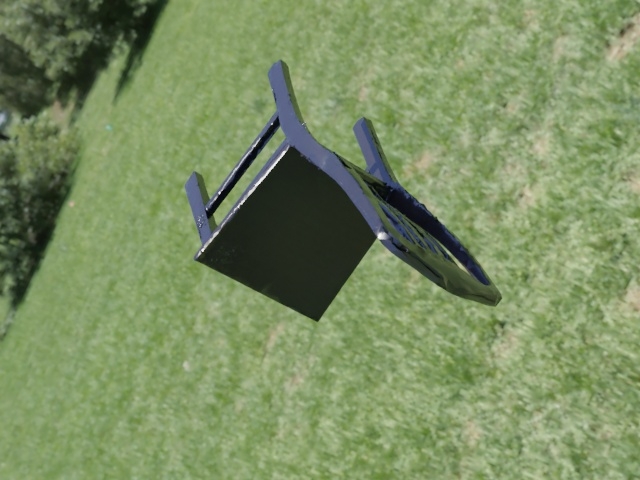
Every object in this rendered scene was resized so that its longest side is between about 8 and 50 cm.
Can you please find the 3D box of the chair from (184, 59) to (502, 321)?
[{"bbox_3d":[0.000,0.000,0.453,0.101,0.084,0.212,-52,30,17],"label":"chair"}]
